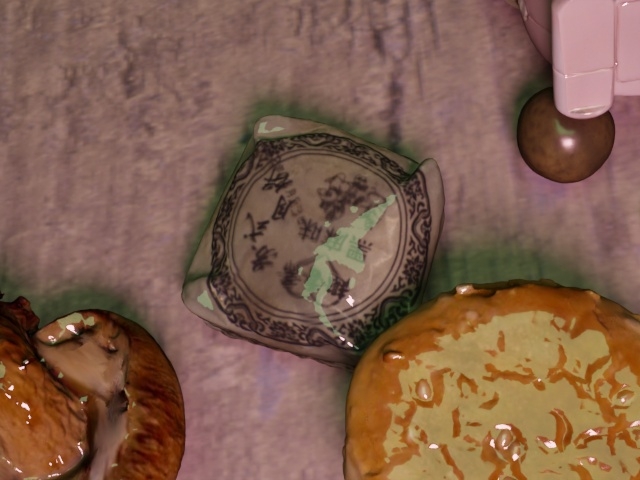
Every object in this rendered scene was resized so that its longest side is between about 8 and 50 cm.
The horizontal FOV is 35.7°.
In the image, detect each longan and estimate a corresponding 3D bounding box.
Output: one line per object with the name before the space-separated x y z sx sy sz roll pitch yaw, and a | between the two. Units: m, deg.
longan | 0.266 -0.121 1.072 0.106 0.106 0.119 29 80 19

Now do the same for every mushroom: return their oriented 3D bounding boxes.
mushroom | -0.265 0.184 0.979 0.263 0.195 0.283 -25 82 -10

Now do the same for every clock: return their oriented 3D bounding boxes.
clock | 0.358 -0.290 1.055 0.342 0.184 0.325 -5 37 3

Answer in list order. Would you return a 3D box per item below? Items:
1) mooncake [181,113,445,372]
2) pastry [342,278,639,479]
mooncake | 0.000 -0.002 1.047 0.255 0.136 0.250 16 75 16
pastry | 0.183 0.180 0.912 0.316 0.184 0.284 1 74 9
